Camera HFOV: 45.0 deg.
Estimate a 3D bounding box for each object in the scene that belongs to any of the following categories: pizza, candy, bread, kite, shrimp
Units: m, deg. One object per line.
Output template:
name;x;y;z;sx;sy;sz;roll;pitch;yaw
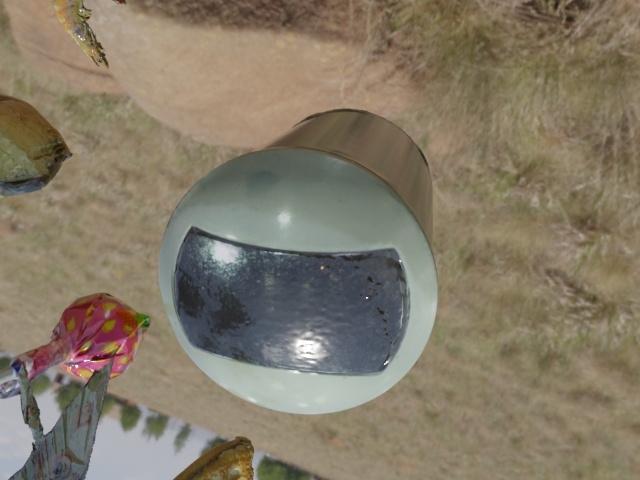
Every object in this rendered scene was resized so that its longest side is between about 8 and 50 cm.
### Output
pizza;-0.231;0.526;1.476;0.089;0.323;0.223;3;117;38
candy;-0.366;0.158;0.964;0.124;0.124;0.365;12;-161;26
bread;-0.530;-0.151;1.197;0.262;0.162;0.204;-5;-164;0
kite;-0.249;0.184;0.690;0.012;0.229;0.250;31;-168;-40
shrimp;-0.276;-0.273;0.967;0.023;0.083;0.114;50;168;52

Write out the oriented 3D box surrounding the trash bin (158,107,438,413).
trash bin;0.000;0.000;0.895;0.280;0.280;0.432;20;-159;3
